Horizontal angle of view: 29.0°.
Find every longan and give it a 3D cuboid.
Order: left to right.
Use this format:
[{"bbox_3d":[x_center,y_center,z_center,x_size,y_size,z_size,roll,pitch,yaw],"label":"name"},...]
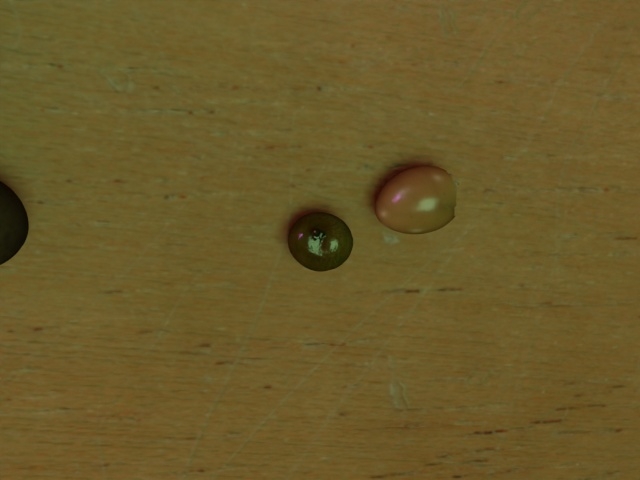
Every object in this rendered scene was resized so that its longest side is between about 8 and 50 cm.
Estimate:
[{"bbox_3d":[-0.360,-0.016,1.287,0.113,0.092,0.113,-7,146,-4],"label":"longan"},{"bbox_3d":[0.000,0.000,1.419,0.075,0.083,0.075,0,78,2],"label":"longan"}]

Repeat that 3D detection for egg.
[{"bbox_3d":[0.111,-0.046,1.438,0.096,0.080,0.080,-7,113,-8],"label":"egg"}]
